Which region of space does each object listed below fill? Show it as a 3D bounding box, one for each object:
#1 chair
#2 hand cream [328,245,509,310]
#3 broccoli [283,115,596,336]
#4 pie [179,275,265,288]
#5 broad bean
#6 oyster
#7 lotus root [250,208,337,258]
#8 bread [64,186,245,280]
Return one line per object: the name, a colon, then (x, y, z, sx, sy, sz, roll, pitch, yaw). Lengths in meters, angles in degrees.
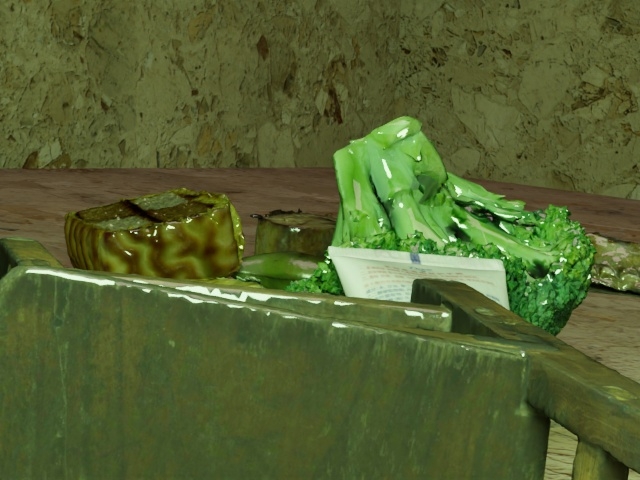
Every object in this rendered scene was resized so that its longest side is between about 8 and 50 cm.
chair: (-0.019, 0.120, 0.519, 0.241, 0.203, 0.416, 7, 5, -9)
hand cream: (0.078, 0.077, 0.969, 0.133, 0.083, 0.248, 8, 32, -9)
broccoli: (0.091, 0.024, 1.200, 0.269, 0.241, 0.261, -25, -6, -6)
pie: (-0.160, 0.093, 0.922, 0.306, 0.071, 0.306, -16, 11, 3)
broad bean: (0.046, 0.049, 1.695, 0.325, 0.067, 0.075, 5, 39, -3)
oyster: (0.401, 0.037, 1.961, 0.345, 0.078, 0.128, 7, 16, 8)
lotus root: (0.000, 0.000, 2.001, 0.170, 0.074, 0.261, 7, 6, 21)
bread: (-0.196, 0.002, 1.688, 0.181, 0.096, 0.222, -14, 13, -22)
